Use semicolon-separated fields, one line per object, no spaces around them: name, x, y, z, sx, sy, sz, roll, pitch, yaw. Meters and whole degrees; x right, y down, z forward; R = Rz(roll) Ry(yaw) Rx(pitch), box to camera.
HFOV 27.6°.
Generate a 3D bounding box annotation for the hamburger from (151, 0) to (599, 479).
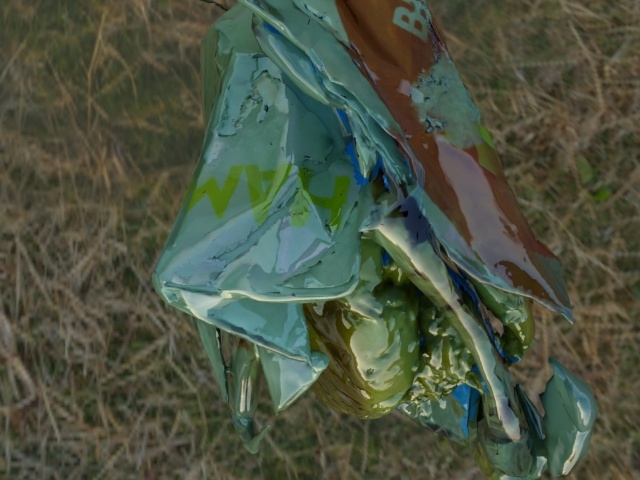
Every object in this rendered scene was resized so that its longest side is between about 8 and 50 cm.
hamburger;-0.001;0.007;0.592;0.150;0.260;0.276;-25;105;-9
